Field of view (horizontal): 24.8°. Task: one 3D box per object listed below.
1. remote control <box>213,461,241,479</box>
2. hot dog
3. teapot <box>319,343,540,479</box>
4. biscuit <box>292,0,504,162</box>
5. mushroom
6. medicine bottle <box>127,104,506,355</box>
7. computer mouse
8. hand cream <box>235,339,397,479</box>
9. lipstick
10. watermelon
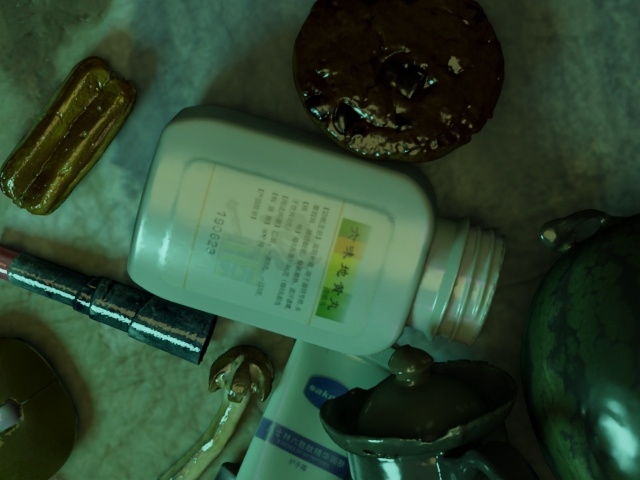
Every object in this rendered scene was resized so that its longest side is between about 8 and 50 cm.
[{"bbox_3d":[-0.131,0.403,1.444,0.107,0.044,0.378,27,100,2],"label":"remote control"},{"bbox_3d":[-0.238,-0.093,1.357,0.071,0.045,0.165,37,101,-5],"label":"hot dog"},{"bbox_3d":[0.099,0.237,1.259,0.223,0.305,0.285,-10,103,8],"label":"teapot"},{"bbox_3d":[0.070,-0.157,1.294,0.192,0.049,0.192,3,72,-9],"label":"biscuit"},{"bbox_3d":[-0.106,0.181,1.396,0.060,0.061,0.187,30,105,-8],"label":"mushroom"},{"bbox_3d":[0.000,0.000,1.323,0.324,0.124,0.179,16,105,2],"label":"medicine bottle"},{"bbox_3d":[-0.387,0.211,1.411,0.310,0.072,0.158,-28,100,7],"label":"computer mouse"},{"bbox_3d":[-0.031,0.230,1.375,0.109,0.067,0.321,27,81,-2],"label":"hand cream"},{"bbox_3d":[-0.216,0.056,1.381,0.234,0.053,0.053,19,101,2],"label":"lipstick"},{"bbox_3d":[0.314,0.125,1.247,0.279,0.279,0.359,-27,88,8],"label":"watermelon"}]
